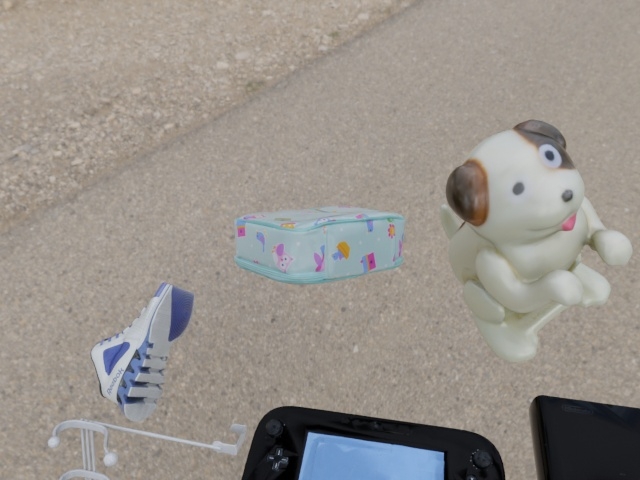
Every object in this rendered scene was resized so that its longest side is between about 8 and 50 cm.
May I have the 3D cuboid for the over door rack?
[{"bbox_3d":[-0.294,0.437,0.830,0.325,0.239,0.108,4,18,-3],"label":"over door rack"}]

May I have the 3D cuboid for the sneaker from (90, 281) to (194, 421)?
[{"bbox_3d":[-0.438,0.239,1.128,0.183,0.127,0.315,9,71,26],"label":"sneaker"}]

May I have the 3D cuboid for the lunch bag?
[{"bbox_3d":[0.000,0.000,0.849,0.279,0.107,0.224,-7,10,-41],"label":"lunch bag"}]

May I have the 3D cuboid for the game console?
[{"bbox_3d":[0.114,0.204,0.344,0.362,0.043,0.213,3,38,12],"label":"game console"}]

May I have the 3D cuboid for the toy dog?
[{"bbox_3d":[0.384,-0.031,0.925,0.285,0.407,0.395,-27,50,-2],"label":"toy dog"}]
